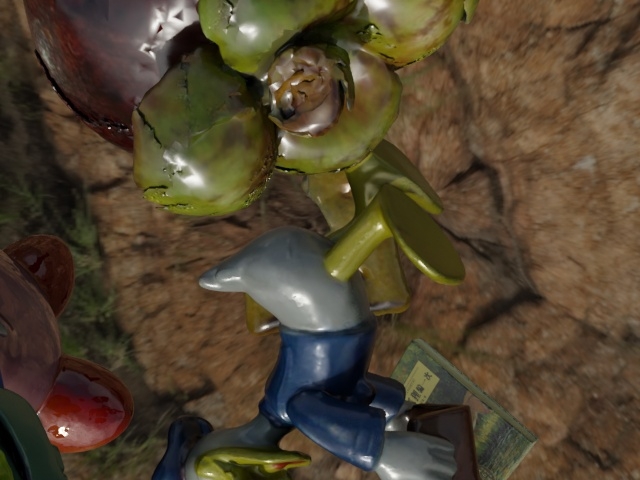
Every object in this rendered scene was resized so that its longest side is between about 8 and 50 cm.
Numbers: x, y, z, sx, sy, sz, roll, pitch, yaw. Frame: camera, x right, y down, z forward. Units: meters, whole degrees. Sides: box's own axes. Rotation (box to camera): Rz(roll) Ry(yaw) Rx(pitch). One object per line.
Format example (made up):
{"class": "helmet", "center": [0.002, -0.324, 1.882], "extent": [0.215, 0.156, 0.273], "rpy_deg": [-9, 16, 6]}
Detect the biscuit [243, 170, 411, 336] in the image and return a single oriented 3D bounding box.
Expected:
{"class": "biscuit", "center": [0.000, 0.000, 1.207], "extent": [0.174, 0.039, 0.184], "rpy_deg": [-7, 87, 3]}

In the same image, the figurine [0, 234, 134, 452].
{"class": "figurine", "center": [-0.366, 0.112, 1.168], "extent": [0.211, 0.261, 0.270], "rpy_deg": [-37, 60, 12]}

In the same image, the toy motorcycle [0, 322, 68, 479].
{"class": "toy motorcycle", "center": [-0.311, 0.123, 0.867], "extent": [0.191, 0.200, 0.327], "rpy_deg": [-34, 61, 23]}

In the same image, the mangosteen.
{"class": "mangosteen", "center": [-0.027, -0.095, 0.433], "extent": [0.166, 0.166, 0.180], "rpy_deg": [-37, 51, 5]}

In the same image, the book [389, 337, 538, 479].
{"class": "book", "center": [0.194, 0.267, 1.715], "extent": [0.228, 0.024, 0.160], "rpy_deg": [40, 131, 17]}

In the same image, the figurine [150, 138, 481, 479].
{"class": "figurine", "center": [0.001, 0.126, 0.940], "extent": [0.338, 0.204, 0.283], "rpy_deg": [-40, 99, 15]}
